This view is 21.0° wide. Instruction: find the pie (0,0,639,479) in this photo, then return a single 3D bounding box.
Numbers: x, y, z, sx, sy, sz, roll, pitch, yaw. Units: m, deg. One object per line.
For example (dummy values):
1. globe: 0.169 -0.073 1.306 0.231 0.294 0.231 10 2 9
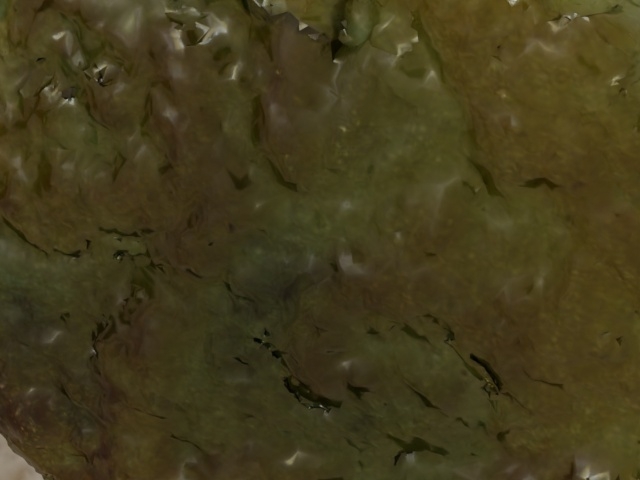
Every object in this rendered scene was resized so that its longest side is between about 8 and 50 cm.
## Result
1. pie: 0.000 0.000 0.486 0.078 0.277 0.277 -46 147 -51
